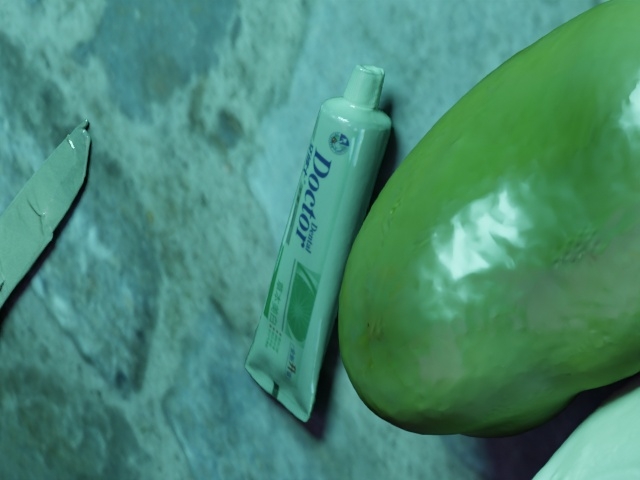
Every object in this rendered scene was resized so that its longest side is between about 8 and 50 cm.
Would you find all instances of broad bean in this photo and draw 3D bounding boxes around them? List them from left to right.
[{"bbox_3d":[0.123,-0.010,0.952,0.263,0.121,0.189,-40,52,20],"label":"broad bean"}]

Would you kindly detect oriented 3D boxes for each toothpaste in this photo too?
[{"bbox_3d":[0.000,0.000,1.091,0.064,0.041,0.218,37,121,38],"label":"toothpaste"}]

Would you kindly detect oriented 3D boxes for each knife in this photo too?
[{"bbox_3d":[-0.223,0.032,1.274,0.047,0.017,0.298,52,124,24],"label":"knife"}]

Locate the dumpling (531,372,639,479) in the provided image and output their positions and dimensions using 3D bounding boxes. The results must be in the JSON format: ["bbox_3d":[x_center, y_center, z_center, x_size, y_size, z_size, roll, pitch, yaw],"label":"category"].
[{"bbox_3d":[0.197,0.127,0.919,0.229,0.124,0.151,-41,87,9],"label":"dumpling"}]
